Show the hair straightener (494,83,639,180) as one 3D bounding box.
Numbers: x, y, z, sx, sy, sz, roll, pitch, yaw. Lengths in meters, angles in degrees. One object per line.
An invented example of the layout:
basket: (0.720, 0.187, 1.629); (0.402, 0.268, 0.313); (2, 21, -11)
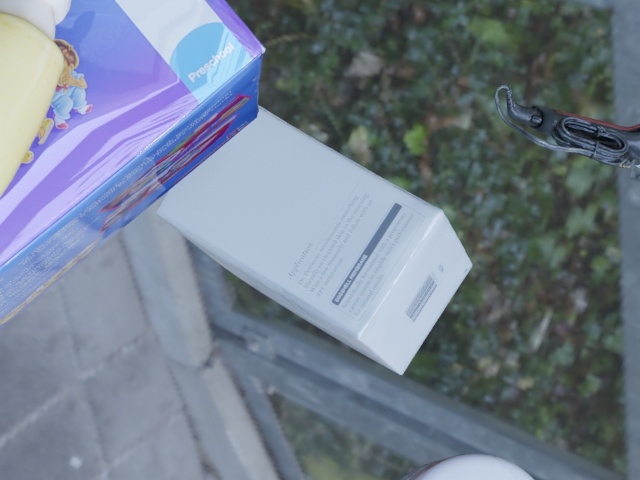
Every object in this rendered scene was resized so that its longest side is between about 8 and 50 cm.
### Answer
hair straightener: (0.254, -0.084, 1.251); (0.089, 0.230, 0.047); (-91, -159, -72)

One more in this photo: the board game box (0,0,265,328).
board game box: (-0.180, 0.016, 0.625); (0.347, 0.078, 0.233); (-40, -179, -3)

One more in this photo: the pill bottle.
pill bottle: (0.078, 0.167, 0.850); (0.086, 0.086, 0.152); (-60, 178, -11)

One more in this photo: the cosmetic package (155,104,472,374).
cosmetic package: (0.000, 0.000, 1.389); (0.138, 0.225, 0.224); (-56, 162, -4)

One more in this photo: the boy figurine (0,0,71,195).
boy figurine: (-0.170, -0.055, 0.463); (0.092, 0.177, 0.285); (99, -5, -59)
